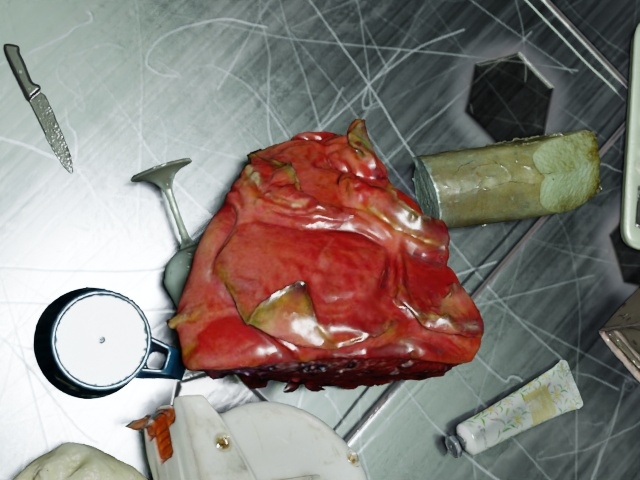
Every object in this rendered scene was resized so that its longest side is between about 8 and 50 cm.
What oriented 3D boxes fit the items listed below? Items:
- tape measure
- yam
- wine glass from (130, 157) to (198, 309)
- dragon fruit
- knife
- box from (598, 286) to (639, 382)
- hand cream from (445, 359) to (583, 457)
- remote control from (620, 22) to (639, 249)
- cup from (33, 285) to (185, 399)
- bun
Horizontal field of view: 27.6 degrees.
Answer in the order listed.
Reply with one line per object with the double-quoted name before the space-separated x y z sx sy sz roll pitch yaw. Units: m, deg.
"tape measure" -0.065 0.303 1.457 0.265 0.130 0.258 0 63 -33
"yam" 0.245 -0.077 1.636 0.259 0.106 0.106 -10 87 -14
"wine glass" -0.156 0.007 1.529 0.079 0.079 0.195 -19 88 -16
"dragon fruit" 0.006 -0.002 1.465 0.286 0.228 0.329 11 74 -36
"knife" -0.330 -0.157 1.537 0.023 0.010 0.170 -26 93 -10
"box" 0.553 0.093 1.652 0.297 0.190 0.225 -42 94 -15
"hand cream" 0.244 0.218 1.633 0.194 0.042 0.067 -24 89 -20
"remote control" 0.442 -0.138 1.724 0.090 0.038 0.309 8 83 -14
"cup" -0.231 0.119 1.458 0.176 0.155 0.131 16 81 -11
"bun" -0.267 0.343 1.438 0.231 0.133 0.231 1 86 -15
